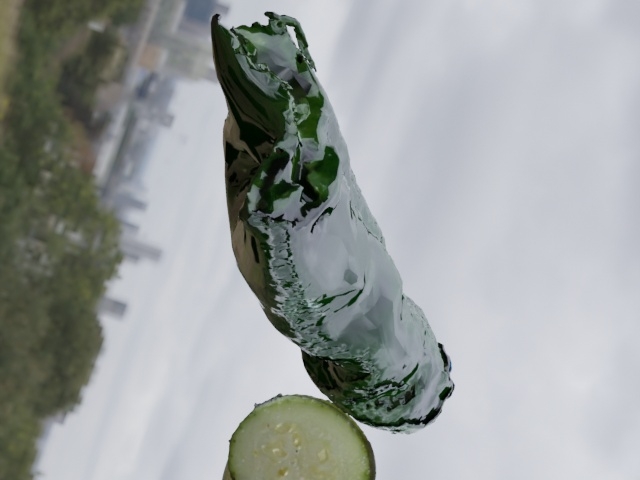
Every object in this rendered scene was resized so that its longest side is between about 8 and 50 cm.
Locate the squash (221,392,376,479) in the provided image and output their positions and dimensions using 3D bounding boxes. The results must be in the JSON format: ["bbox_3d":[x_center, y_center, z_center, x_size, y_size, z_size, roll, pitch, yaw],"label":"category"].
[{"bbox_3d":[-0.025,0.185,1.046,0.224,0.094,0.094,105,0,-61],"label":"squash"}]

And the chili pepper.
[{"bbox_3d":[-0.002,0.001,0.603,0.224,0.061,0.098,58,20,-53],"label":"chili pepper"}]
